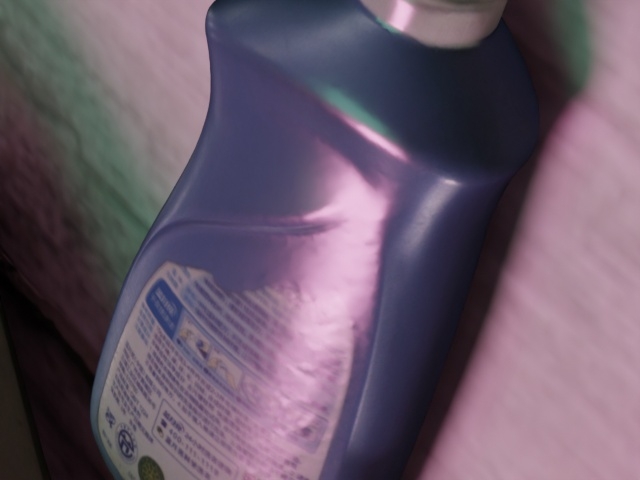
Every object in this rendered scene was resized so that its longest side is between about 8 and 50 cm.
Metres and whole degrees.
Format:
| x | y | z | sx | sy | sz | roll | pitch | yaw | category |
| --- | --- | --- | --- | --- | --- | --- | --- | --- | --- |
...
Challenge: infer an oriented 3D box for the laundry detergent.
| x | y | z | sx | sy | sz | roll | pitch | yaw | category |
| --- | --- | --- | --- | --- | --- | --- | --- | --- | --- |
| -0.001 | 0.000 | 0.478 | 0.096 | 0.061 | 0.206 | 49 | 138 | 28 | laundry detergent |

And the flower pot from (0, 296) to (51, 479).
| x | y | z | sx | sy | sz | roll | pitch | yaw | category |
| --- | --- | --- | --- | --- | --- | --- | --- | --- | --- |
| -0.183 | 0.104 | 0.613 | 0.290 | 0.290 | 0.259 | -29 | 68 | 52 | flower pot |
